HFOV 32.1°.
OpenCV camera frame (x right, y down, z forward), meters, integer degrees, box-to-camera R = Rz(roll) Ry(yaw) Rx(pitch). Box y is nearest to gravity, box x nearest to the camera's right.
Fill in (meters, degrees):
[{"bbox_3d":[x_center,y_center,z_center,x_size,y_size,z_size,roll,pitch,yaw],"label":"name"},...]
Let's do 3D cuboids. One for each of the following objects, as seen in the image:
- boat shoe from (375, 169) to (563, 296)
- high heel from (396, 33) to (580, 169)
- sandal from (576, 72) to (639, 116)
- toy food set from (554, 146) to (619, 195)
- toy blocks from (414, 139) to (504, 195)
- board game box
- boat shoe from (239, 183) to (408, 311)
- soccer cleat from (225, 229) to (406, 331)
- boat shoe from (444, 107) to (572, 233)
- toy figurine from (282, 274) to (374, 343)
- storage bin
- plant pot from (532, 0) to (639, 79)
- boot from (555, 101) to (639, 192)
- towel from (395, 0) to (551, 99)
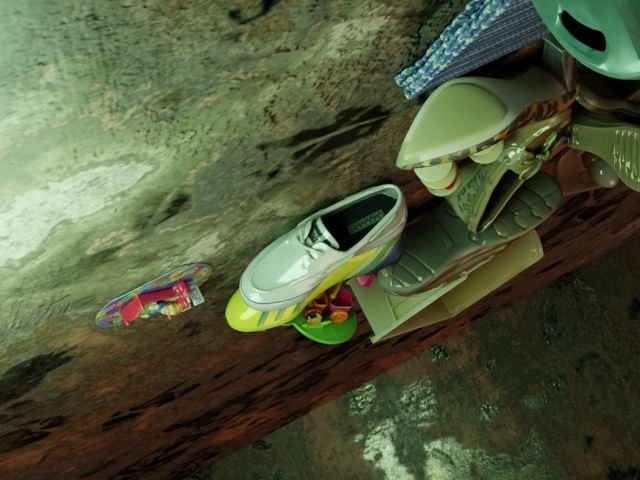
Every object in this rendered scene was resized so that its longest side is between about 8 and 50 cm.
[{"bbox_3d":[0.232,-0.010,1.768,0.324,0.123,0.116,-26,158,-1],"label":"boat shoe"},{"bbox_3d":[0.205,-0.139,1.332,0.261,0.093,0.186,-37,160,-3],"label":"high heel"},{"bbox_3d":[0.406,-0.217,1.518,0.219,0.090,0.060,-3,131,-45],"label":"sandal"},{"bbox_3d":[0.560,-0.179,1.874,0.220,0.092,0.306,-12,159,-48],"label":"toy food set"},{"bbox_3d":[0.193,-0.108,1.511,0.123,0.054,0.148,-30,166,8],"label":"toy blocks"},{"bbox_3d":[-0.214,0.086,1.474,0.169,0.033,0.133,-27,166,-6],"label":"board game box"},{"bbox_3d":[0.000,0.000,1.489,0.258,0.095,0.084,-35,160,-8],"label":"boat shoe"},{"bbox_3d":[-0.014,0.034,1.593,0.289,0.093,0.121,-27,147,0],"label":"soccer cleat"},{"bbox_3d":[0.277,-0.110,1.589,0.104,0.089,0.285,-19,163,-30],"label":"boat shoe"},{"bbox_3d":[0.010,0.060,1.718,0.173,0.130,0.159,8,135,-26],"label":"toy figurine"},{"bbox_3d":[0.228,0.049,1.993,0.262,0.123,0.260,-10,158,-49],"label":"storage bin"},{"bbox_3d":[0.311,-0.260,0.700,0.334,0.341,0.341,-17,164,-13],"label":"plant pot"},{"bbox_3d":[0.474,-0.152,1.581,0.207,0.248,0.090,-21,128,-37],"label":"boot"},{"bbox_3d":[0.219,-0.240,1.055,0.243,0.040,0.336,-25,177,-17],"label":"towel"}]
